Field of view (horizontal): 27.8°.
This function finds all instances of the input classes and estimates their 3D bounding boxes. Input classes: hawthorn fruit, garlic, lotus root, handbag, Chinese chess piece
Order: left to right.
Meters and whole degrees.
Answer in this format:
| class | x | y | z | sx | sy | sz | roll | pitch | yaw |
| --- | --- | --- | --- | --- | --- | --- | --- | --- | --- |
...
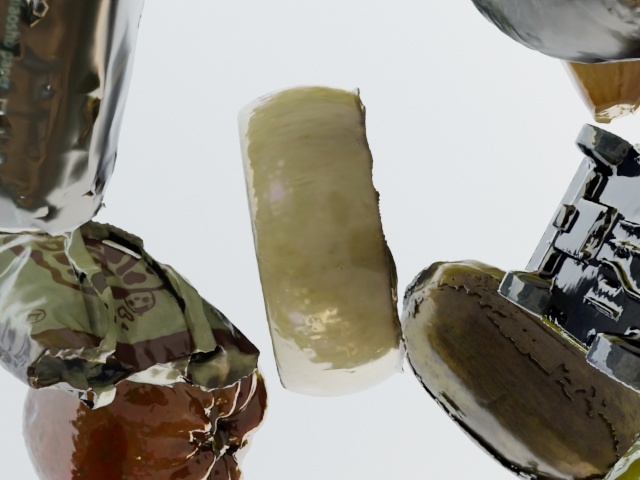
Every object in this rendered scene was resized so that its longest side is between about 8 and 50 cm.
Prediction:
| class | x | y | z | sx | sy | sz | roll | pitch | yaw |
| --- | --- | --- | --- | --- | --- | --- | --- | --- | --- |
| handbag | -0.187 | 0.049 | 1.023 | 0.213 | 0.127 | 0.235 | -1 | -161 | -39 |
| hawthorn fruit | -0.221 | 0.196 | 1.470 | 0.277 | 0.298 | 0.276 | -10 | -78 | -56 |
| Chinese chess piece | 0.000 | 0.000 | 1.060 | 0.104 | 0.257 | 0.257 | -8 | -128 | -1 |
| lotus root | 0.262 | 0.182 | 1.603 | 0.397 | 0.196 | 0.179 | 41 | -151 | 13 |
| garlic | 0.281 | -0.233 | 1.382 | 0.206 | 0.128 | 0.115 | 50 | 177 | -10 |

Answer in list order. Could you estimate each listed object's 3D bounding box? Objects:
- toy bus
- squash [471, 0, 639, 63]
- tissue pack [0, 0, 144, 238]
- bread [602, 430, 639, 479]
| class | x | y | z | sx | sy | sz | roll | pitch | yaw |
| --- | --- | --- | --- | --- | --- | --- | --- | --- | --- |
| toy bus | 0.229 | 0.023 | 0.803 | 0.151 | 0.145 | 0.331 | 28 | -176 | -8 |
| squash | 0.139 | -0.180 | 0.611 | 0.156 | 0.193 | 0.193 | -32 | -102 | -24 |
| tissue pack | -0.182 | -0.233 | 0.522 | 0.264 | 0.416 | 0.253 | 8 | -138 | -12 |
| bread | 0.144 | 0.088 | 0.380 | 0.094 | 0.157 | 0.083 | 40 | -167 | -2 |
